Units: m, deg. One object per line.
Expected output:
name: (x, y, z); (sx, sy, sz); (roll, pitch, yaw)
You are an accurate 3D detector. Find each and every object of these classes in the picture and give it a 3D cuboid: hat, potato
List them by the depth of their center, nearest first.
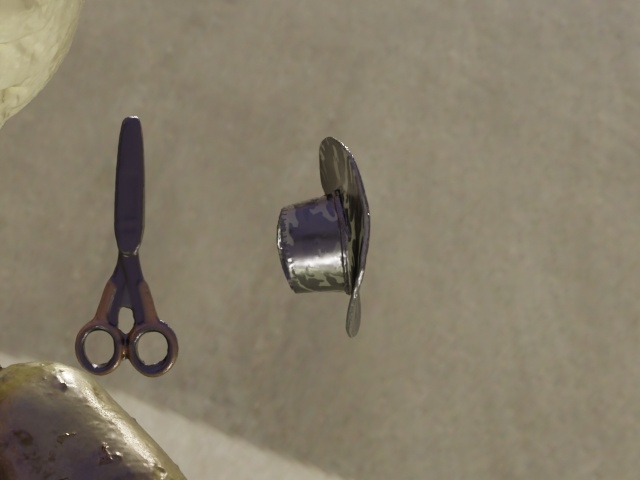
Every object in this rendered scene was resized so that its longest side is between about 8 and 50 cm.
hat: (0.000, 0.000, 1.088); (0.050, 0.121, 0.121); (-8, 57, -7)
potato: (-0.234, 0.253, 1.777); (0.307, 0.210, 0.173); (36, 26, 28)

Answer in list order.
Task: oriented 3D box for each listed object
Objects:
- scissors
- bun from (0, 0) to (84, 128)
scissors: (-0.161, 0.005, 1.547); (0.088, 0.017, 0.220); (2, 95, 0)
bun: (-0.161, -0.089, 0.580); (0.188, 0.164, 0.111); (37, 32, -52)
